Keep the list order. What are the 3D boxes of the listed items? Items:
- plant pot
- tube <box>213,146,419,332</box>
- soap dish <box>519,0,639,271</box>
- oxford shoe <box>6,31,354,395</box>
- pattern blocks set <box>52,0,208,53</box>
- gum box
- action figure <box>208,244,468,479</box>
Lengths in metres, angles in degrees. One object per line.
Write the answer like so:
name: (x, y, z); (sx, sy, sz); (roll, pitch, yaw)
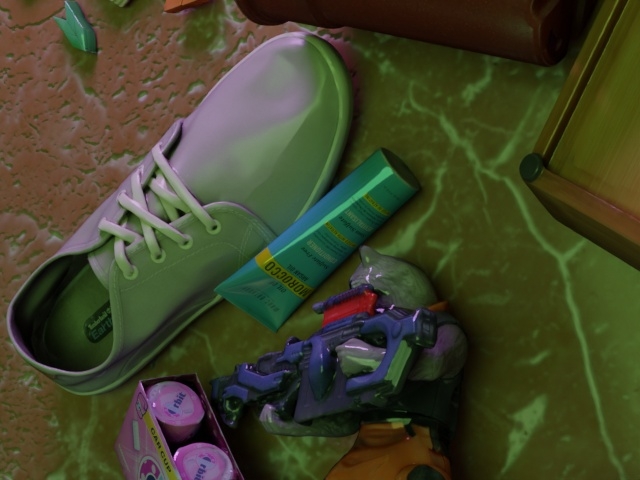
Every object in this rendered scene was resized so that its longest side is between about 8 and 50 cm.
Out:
plant pot: (0.100, -0.276, 1.197); (0.265, 0.272, 0.272); (20, 96, 20)
tube: (0.000, 0.000, 1.331); (0.207, 0.080, 0.052); (-43, 25, 18)
soap dish: (0.292, -0.112, 1.104); (0.229, 0.118, 0.291); (39, 108, 55)
oxford shoe: (-0.139, -0.016, 1.371); (0.449, 0.130, 0.169); (-46, 66, 17)
pattern blocks set: (-0.195, -0.350, 1.461); (0.285, 0.026, 0.325); (45, 114, 24)
gum box: (-0.123, 0.232, 1.332); (0.188, 0.062, 0.107); (62, 143, 32)
action figure: (0.041, 0.173, 1.277); (0.341, 0.178, 0.330); (-11, 73, 57)
